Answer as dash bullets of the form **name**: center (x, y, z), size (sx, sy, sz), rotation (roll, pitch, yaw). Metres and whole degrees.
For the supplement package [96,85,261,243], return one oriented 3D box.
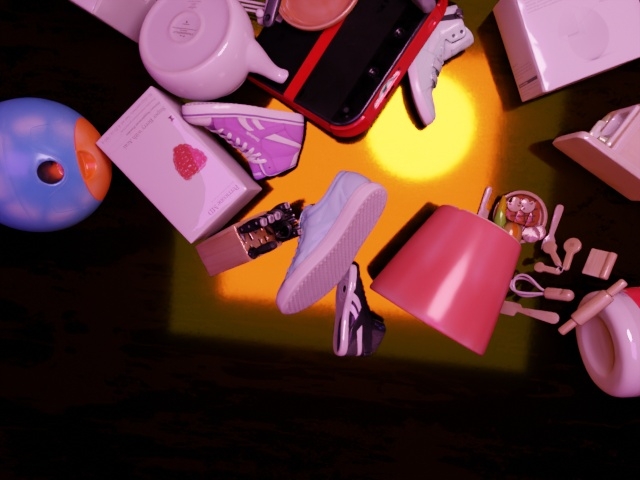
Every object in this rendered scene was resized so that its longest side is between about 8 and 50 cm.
- **supplement package**: center (-0.305, -0.164, 1.055), size (0.177, 0.175, 0.293), rotation (-43, 92, 7)

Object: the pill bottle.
- **pill bottle**: center (0.799, 0.201, 0.997), size (0.408, 0.229, 0.228), rotation (-6, 96, 4)

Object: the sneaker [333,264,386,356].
- **sneaker**: center (0.101, 0.170, 1.126), size (0.121, 0.079, 0.216), rotation (9, 84, -20)

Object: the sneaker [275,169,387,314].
- **sneaker**: center (0.000, 0.000, 1.090), size (0.365, 0.135, 0.150), rotation (-52, 53, 4)

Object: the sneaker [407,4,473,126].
- **sneaker**: center (0.266, -0.389, 1.029), size (0.151, 0.094, 0.255), rotation (-9, 93, 12)

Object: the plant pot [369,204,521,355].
- **plant pot**: center (0.283, 0.072, 1.014), size (0.275, 0.275, 0.243), rotation (31, 89, 0)

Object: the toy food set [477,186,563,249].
- **toy food set**: center (0.465, -0.049, 1.086), size (0.192, 0.038, 0.132), rotation (13, 97, 2)

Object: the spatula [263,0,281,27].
- **spatula**: center (-0.064, -0.597, 0.994), size (0.084, 0.030, 0.296), rotation (24, 93, 23)

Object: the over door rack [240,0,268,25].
- **over door rack**: center (-0.199, -0.658, 1.015), size (0.240, 0.108, 0.324), rotation (15, 97, 8)

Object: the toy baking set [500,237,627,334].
- **toy baking set**: center (0.524, 0.107, 1.031), size (0.030, 0.196, 0.256), rotation (30, 107, -34)

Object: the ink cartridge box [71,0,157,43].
- **ink cartridge box**: center (-0.526, -0.581, 0.999), size (0.308, 0.223, 0.129), rotation (33, 98, 0)

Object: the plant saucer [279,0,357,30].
- **plant saucer**: center (-0.001, -0.541, 1.003), size (0.200, 0.037, 0.199), rotation (-2, 84, 19)

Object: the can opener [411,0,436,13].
- **can opener**: center (0.143, -0.569, 0.922), size (0.076, 0.095, 0.283), rotation (-39, 67, 11)

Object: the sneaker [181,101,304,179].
- **sneaker**: center (-0.164, -0.215, 1.027), size (0.282, 0.102, 0.160), rotation (1, 105, -31)

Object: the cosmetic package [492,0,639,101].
- **cosmetic package**: center (0.522, -0.447, 0.988), size (0.224, 0.138, 0.224), rotation (-19, 96, 6)

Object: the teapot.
- **teapot**: center (-0.246, -0.399, 1.004), size (0.253, 0.187, 0.256), rotation (-33, 72, 7)

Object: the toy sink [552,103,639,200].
- **toy sink**: center (0.656, -0.201, 1.001), size (0.234, 0.153, 0.131), rotation (35, 97, 0)

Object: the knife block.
- **knife block**: center (-0.171, 0.004, 1.032), size (0.276, 0.242, 0.088), rotation (-25, 93, 6)

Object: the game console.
- **game console**: center (0.046, -0.456, 1.029), size (0.342, 0.060, 0.386), rotation (36, 97, 19)

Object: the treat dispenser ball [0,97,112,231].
- **treat dispenser ball**: center (-0.612, -0.161, 1.019), size (0.289, 0.288, 0.287), rotation (0, 96, 4)
